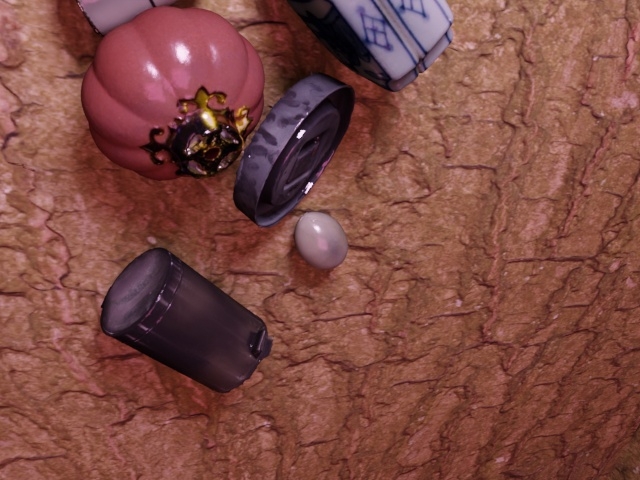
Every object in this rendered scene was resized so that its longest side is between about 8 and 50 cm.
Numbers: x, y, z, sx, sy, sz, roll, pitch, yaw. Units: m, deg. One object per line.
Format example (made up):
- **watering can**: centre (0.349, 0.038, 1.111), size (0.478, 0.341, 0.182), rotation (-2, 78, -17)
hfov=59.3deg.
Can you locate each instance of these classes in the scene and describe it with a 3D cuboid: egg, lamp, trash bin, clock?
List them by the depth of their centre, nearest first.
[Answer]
- **lamp**: centre (-0.225, -0.220, 0.920), size (0.306, 0.239, 0.305), rotation (-28, 154, -15)
- **clock**: centre (-0.046, -0.166, 1.046), size (0.061, 0.313, 0.312), rotation (35, 108, 10)
- **trash bin**: centre (-0.282, 0.177, 1.203), size (0.252, 0.202, 0.301), rotation (-13, 139, 37)
- **egg**: centre (0.000, 0.000, 1.257), size (0.114, 0.114, 0.152), rotation (-33, 124, 0)

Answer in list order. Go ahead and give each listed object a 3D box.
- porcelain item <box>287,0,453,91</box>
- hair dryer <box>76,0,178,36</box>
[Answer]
- **porcelain item**: centre (0.058, -0.397, 0.925), size (0.157, 0.281, 0.286), rotation (-44, 128, 6)
- **hair dryer**: centre (-0.332, -0.507, 0.811), size (0.203, 0.128, 0.361), rotation (-28, 119, -3)
